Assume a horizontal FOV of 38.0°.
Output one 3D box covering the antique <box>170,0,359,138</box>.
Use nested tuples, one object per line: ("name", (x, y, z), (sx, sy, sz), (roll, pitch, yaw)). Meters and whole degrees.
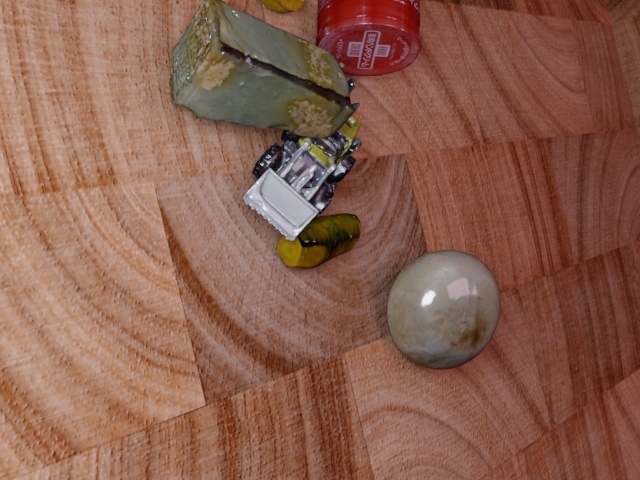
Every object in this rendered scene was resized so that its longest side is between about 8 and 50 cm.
("antique", (-0.072, -0.246, 1.409), (0.284, 0.150, 0.125), (12, 52, -32))

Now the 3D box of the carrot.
("carrot", (0.000, 0.000, 1.543), (0.173, 0.082, 0.082), (-13, 89, -51))

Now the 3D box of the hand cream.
("hand cream", (0.087, -0.393, 1.680), (0.193, 0.193, 0.125), (19, 65, -46))

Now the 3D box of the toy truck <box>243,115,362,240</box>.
("toy truck", (-0.017, -0.126, 1.503), (0.136, 0.111, 0.286), (41, 40, -10))

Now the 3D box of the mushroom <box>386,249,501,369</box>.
("mushroom", (0.224, 0.126, 1.718), (0.227, 0.178, 0.226), (-2, 96, -22))

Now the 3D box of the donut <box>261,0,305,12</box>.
("donut", (-0.073, -0.439, 1.616), (0.108, 0.043, 0.097), (12, 68, -48))
